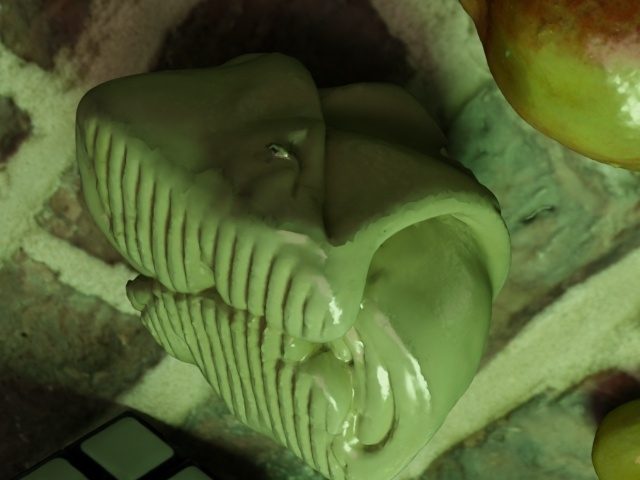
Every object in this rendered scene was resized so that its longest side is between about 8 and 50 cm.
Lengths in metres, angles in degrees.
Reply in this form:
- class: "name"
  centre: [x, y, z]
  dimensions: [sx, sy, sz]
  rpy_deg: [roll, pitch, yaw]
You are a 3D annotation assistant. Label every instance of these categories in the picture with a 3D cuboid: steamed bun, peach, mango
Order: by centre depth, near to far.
- class: "peach"
  centre: [0.220, -0.159, 0.933]
  dimensions: [0.256, 0.232, 0.232]
  rpy_deg: [18, 126, 20]
- class: "steamed bun"
  centre: [0.000, 0.000, 1.090]
  dimensions: [0.367, 0.255, 0.342]
  rpy_deg: [37, 151, 29]
- class: "mango"
  centre: [0.346, 0.197, 1.201]
  dimensions: [0.194, 0.092, 0.130]
  rpy_deg: [-9, 116, 13]

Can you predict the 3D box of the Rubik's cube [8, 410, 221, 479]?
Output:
- class: "Rubik's cube"
  centre: [-0.216, 0.414, 1.347]
  dimensions: [0.301, 0.303, 0.305]
  rpy_deg: [32, 128, 27]
